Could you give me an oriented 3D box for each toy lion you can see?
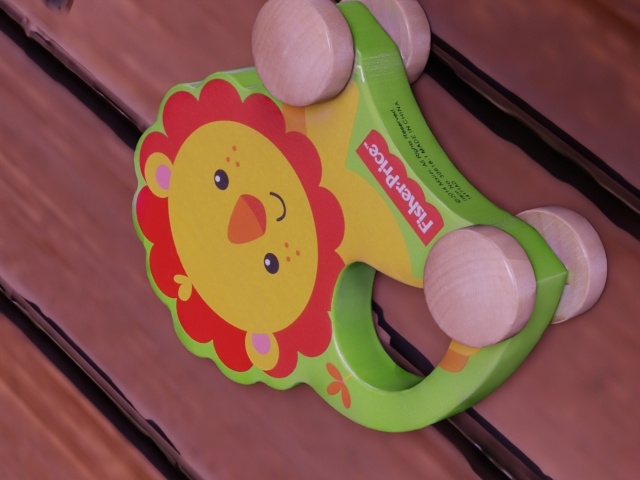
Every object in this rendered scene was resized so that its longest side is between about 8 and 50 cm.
[{"bbox_3d":[0.000,0.000,0.387,0.100,0.034,0.096,54,131,19],"label":"toy lion"}]
